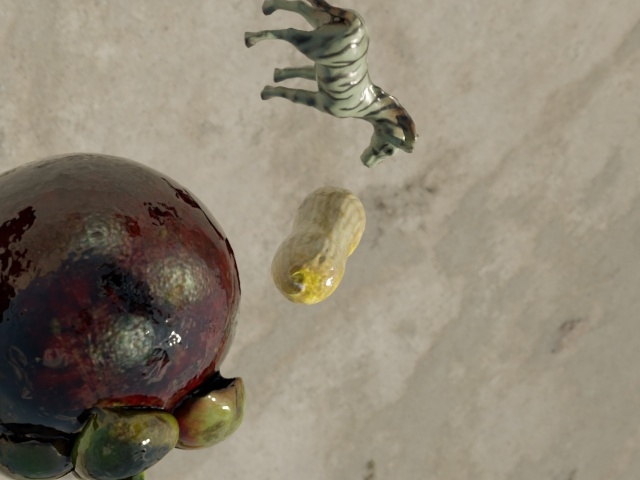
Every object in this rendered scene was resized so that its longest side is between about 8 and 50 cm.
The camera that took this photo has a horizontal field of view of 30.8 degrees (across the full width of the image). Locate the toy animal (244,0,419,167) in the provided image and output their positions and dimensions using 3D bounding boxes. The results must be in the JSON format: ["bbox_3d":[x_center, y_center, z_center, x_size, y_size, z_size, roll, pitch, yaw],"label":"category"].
[{"bbox_3d":[0.006,-0.197,1.420,0.255,0.170,0.089,54,43,-44],"label":"toy animal"}]

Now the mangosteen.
[{"bbox_3d":[-0.207,0.074,1.019,0.300,0.300,0.300,-22,137,-22],"label":"mangosteen"}]

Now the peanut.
[{"bbox_3d":[0.000,0.000,1.375,0.206,0.087,0.087,-63,169,-55],"label":"peanut"}]
